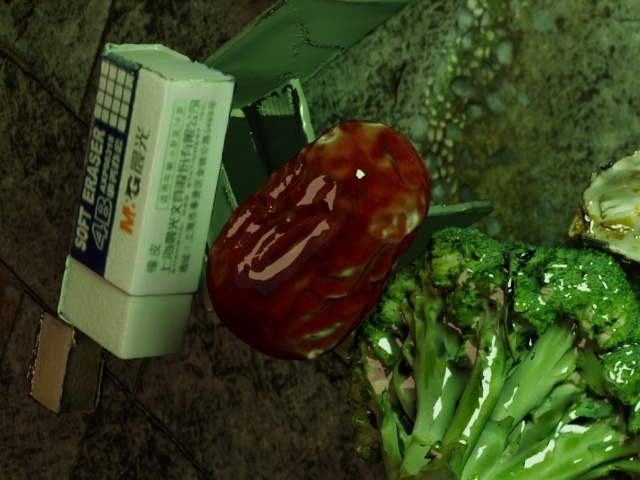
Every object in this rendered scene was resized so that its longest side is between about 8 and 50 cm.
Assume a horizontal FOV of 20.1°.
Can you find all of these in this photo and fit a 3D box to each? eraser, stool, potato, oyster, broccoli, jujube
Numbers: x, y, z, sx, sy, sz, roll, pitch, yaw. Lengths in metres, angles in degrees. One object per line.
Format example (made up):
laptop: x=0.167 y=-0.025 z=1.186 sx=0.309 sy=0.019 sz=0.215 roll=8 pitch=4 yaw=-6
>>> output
eraser: x=-0.173 y=-0.040 z=1.768 sx=0.130 sy=0.086 sz=0.287 roll=28 pitch=113 yaw=42
stool: x=-0.011 y=-0.078 z=1.783 sx=0.269 sy=0.170 sz=0.244 roll=-35 pitch=70 yaw=41
potato: x=-0.304 y=0.145 z=2.179 sx=0.086 sy=0.061 sz=0.122 roll=23 pitch=107 yaw=43
oyster: x=0.282 y=-0.029 z=1.565 sx=0.148 sy=0.051 sz=0.103 roll=-5 pitch=86 yaw=31
broccoli: x=0.158 y=0.152 z=1.556 sx=0.304 sy=0.283 sz=0.321 roll=41 pitch=136 yaw=0
jujube: x=0.000 y=0.000 z=1.564 sx=0.230 sy=0.155 sz=0.155 roll=-47 pitch=60 yaw=34
